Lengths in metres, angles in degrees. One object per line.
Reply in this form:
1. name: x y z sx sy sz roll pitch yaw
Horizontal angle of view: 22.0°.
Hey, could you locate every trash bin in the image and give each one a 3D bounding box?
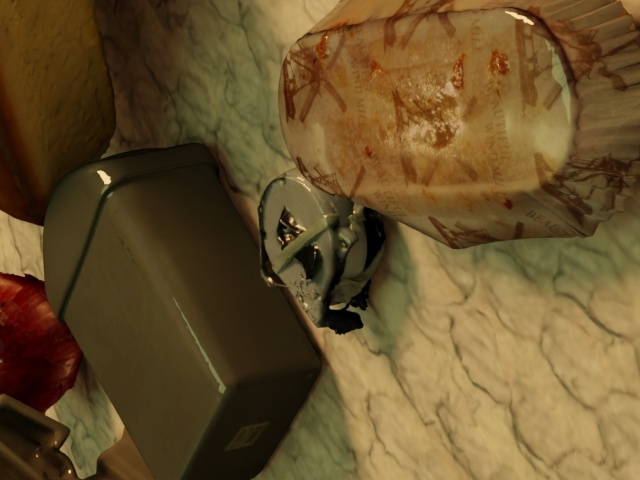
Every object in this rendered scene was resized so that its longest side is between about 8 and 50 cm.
1. trash bin: -0.106 0.046 1.167 0.236 0.101 0.177 58 141 25

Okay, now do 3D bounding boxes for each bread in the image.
1. bread: -0.308 -0.197 1.176 0.323 0.143 0.333 30 154 22

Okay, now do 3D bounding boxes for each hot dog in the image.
1. hot dog: 0.071 -0.068 0.867 0.268 0.075 0.144 10 113 53

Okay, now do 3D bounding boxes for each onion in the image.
1. onion: -0.264 0.092 1.408 0.131 0.131 0.131 25 120 53

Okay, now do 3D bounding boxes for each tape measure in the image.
1. tape measure: 0.000 -0.002 1.019 0.091 0.054 0.094 38 133 39

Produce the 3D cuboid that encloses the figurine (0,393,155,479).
1. figurine: -0.211 0.255 1.221 0.342 0.285 0.167 58 141 27
